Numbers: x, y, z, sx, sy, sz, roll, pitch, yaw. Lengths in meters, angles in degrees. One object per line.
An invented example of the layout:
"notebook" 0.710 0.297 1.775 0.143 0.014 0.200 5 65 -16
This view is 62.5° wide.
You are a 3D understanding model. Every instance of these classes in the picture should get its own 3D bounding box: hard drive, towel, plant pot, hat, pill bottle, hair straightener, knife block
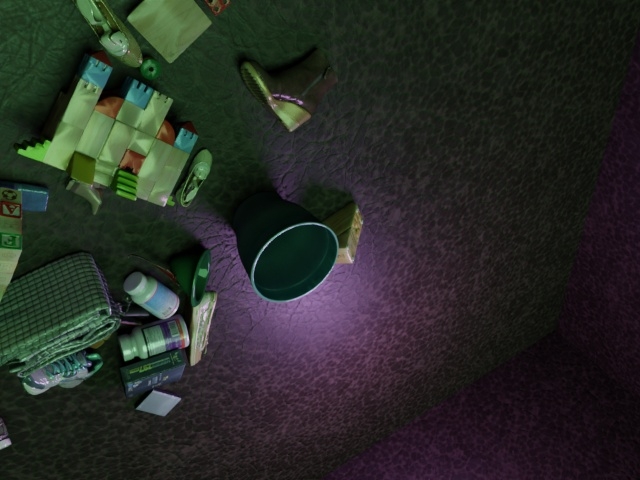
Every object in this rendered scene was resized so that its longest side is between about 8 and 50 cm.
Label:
"hard drive" -0.572 0.568 1.855 0.094 0.022 0.135 -46 137 5
"towel" -0.695 -0.103 1.215 0.119 0.029 0.067 6 120 -38
"plant pot" -0.129 -0.004 1.537 0.272 0.255 0.271 -20 134 -23
"hat" -0.433 0.084 1.545 0.184 0.173 0.208 11 131 0
"pill bottle" -0.513 0.303 1.619 0.194 0.108 0.108 -14 131 -26
"hair straightener" -0.582 0.189 1.501 0.089 0.047 0.230 -51 144 9
"knife block" 0.000 0.000 1.776 0.088 0.242 0.275 65 33 -47
"towel" -0.668 0.184 1.322 0.284 0.235 0.121 -28 142 -14
"pill bottle" -0.491 0.158 1.532 0.087 0.087 0.160 -40 137 -2

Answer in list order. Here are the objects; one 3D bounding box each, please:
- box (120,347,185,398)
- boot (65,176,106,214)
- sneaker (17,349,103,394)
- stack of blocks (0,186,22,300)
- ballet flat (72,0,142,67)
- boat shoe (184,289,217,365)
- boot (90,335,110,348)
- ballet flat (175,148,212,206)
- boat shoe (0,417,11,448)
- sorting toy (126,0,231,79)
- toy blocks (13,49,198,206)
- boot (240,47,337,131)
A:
"box" -0.531 0.423 1.668 0.183 0.059 0.232 -16 161 -26
"boot" -0.575 -0.121 1.285 0.087 0.042 0.118 11 116 -34
"sneaker" -0.710 0.342 1.451 0.122 0.110 0.283 -27 169 3
"stack of blocks" -0.753 0.038 1.182 0.087 0.171 0.297 9 136 -39
"ballet flat" -0.442 -0.436 1.071 0.073 0.067 0.206 -19 126 19
"boat shoe" -0.387 0.286 1.699 0.089 0.104 0.285 -6 126 -29
"boot" -0.698 0.277 1.496 0.197 0.073 0.152 -36 143 0
"ballet flat" -0.331 -0.163 1.412 0.057 0.052 0.168 16 113 -42
"boat shoe" -1.051 0.598 1.487 0.305 0.091 0.109 -17 169 -21
"sorting toy" -0.326 -0.492 1.151 0.274 0.046 0.132 -43 137 3
"toy blocks" -0.440 -0.251 1.195 0.381 0.191 0.261 23 97 -44
"boot" -0.078 -0.430 1.375 0.207 0.090 0.248 -51 136 -7
